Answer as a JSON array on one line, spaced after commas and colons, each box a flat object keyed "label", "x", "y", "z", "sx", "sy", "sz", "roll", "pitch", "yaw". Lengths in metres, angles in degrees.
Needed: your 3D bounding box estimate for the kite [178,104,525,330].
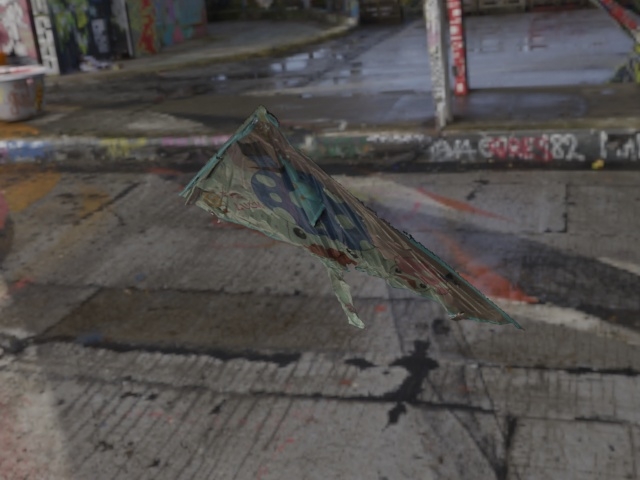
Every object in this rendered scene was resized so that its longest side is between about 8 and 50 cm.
[{"label": "kite", "x": 0.000, "y": 0.001, "z": 0.770, "sx": 0.406, "sy": 0.368, "sz": 0.014, "roll": 21, "pitch": 65, "yaw": 29}]
